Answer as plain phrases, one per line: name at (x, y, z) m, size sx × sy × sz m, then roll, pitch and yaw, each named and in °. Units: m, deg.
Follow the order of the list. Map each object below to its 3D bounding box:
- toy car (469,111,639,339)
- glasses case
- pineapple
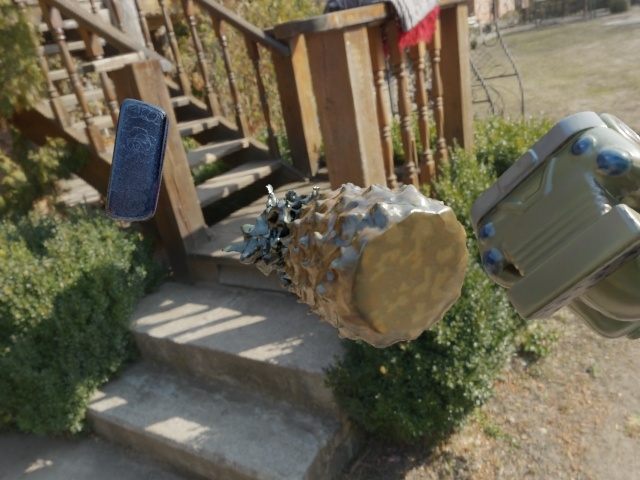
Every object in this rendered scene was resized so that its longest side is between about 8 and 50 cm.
toy car at (0.389, 0.017, 0.679) m, size 0.336 × 0.242 × 0.226 m, roll 24°, pitch 37°, yaw -23°
glasses case at (-0.127, -0.054, 0.370) m, size 0.033 × 0.083 × 0.023 m, roll 9°, pitch 5°, yaw -12°
pineapple at (0.000, 0.000, 0.601) m, size 0.169 × 0.169 × 0.340 m, roll -22°, pitch 21°, yaw -25°
